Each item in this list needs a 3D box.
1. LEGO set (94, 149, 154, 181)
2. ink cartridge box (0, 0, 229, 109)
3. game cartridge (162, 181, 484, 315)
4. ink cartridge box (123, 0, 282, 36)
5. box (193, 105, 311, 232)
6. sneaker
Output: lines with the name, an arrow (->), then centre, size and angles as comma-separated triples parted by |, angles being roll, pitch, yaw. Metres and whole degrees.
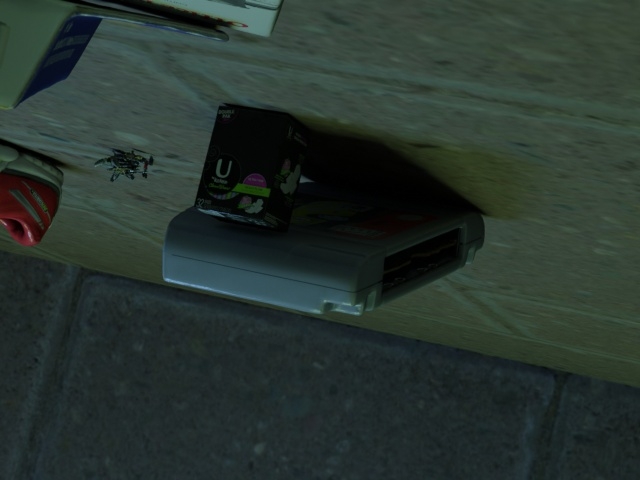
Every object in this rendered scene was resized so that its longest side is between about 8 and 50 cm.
LEGO set -> -0.192, -0.079, 1.615 | 0.054, 0.023, 0.083 | 17, 159, -42
ink cartridge box -> -0.208, -0.120, 0.860 | 0.307, 0.072, 0.303 | 16, -174, -6
game cartridge -> 0.000, 0.000, 1.370 | 0.196, 0.060, 0.294 | 7, -169, 24
ink cartridge box -> -0.059, -0.140, 0.675 | 0.109, 0.063, 0.150 | 14, 173, -4
box -> -0.052, -0.055, 1.250 | 0.062, 0.083, 0.052 | 11, 172, 23
sneaker -> -0.396, -0.060, 1.732 | 0.279, 0.118, 0.107 | 19, 170, -39
